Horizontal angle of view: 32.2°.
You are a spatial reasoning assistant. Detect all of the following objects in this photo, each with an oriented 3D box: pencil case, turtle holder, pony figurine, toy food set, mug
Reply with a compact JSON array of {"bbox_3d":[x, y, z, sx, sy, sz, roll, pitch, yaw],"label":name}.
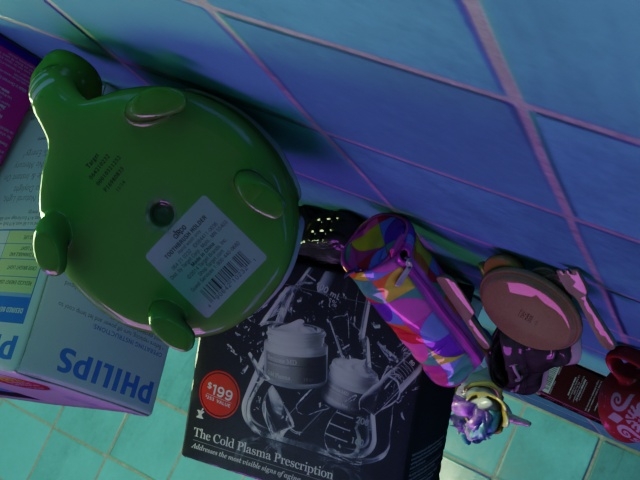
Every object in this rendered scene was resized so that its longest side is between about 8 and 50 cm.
[{"bbox_3d":[0.117,0.073,1.322,0.104,0.104,0.236,16,152,52],"label":"pencil case"},{"bbox_3d":[-0.171,-0.043,1.132,0.320,0.243,0.227,15,-171,6],"label":"turtle holder"},{"bbox_3d":[0.221,0.257,2.068,0.351,0.302,0.363,17,-172,9],"label":"pony figurine"},{"bbox_3d":[0.233,0.067,1.219,0.192,0.038,0.132,-4,128,48],"label":"toy food set"},{"bbox_3d":[0.447,0.216,1.446,0.150,0.113,0.169,26,170,-21],"label":"mug"}]

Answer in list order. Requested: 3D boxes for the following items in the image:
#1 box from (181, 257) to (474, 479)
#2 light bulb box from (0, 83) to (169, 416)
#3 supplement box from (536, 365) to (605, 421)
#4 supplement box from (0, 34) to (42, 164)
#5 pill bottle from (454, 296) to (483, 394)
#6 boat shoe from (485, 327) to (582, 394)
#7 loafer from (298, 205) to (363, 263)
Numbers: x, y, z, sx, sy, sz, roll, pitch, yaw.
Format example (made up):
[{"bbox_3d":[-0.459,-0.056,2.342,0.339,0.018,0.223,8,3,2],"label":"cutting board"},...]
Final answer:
[{"bbox_3d":[0.008,0.185,1.566,0.343,0.312,0.179,11,-175,25],"label":"box"},{"bbox_3d":[-0.366,0.019,1.439,0.358,0.361,0.225,-1,159,38],"label":"light bulb box"},{"bbox_3d":[0.476,0.275,1.937,0.239,0.073,0.130,25,175,9],"label":"supplement box"},{"bbox_3d":[-0.447,-0.149,1.354,0.111,0.220,0.114,19,171,44],"label":"supplement box"},{"bbox_3d":[0.167,0.174,1.681,0.118,0.208,0.117,25,174,3],"label":"pill bottle"},{"bbox_3d":[0.254,0.139,1.442,0.096,0.112,0.335,-5,166,-2],"label":"boat shoe"},{"bbox_3d":[0.000,0.000,1.507,0.078,0.076,0.223,38,165,-24],"label":"loafer"}]
